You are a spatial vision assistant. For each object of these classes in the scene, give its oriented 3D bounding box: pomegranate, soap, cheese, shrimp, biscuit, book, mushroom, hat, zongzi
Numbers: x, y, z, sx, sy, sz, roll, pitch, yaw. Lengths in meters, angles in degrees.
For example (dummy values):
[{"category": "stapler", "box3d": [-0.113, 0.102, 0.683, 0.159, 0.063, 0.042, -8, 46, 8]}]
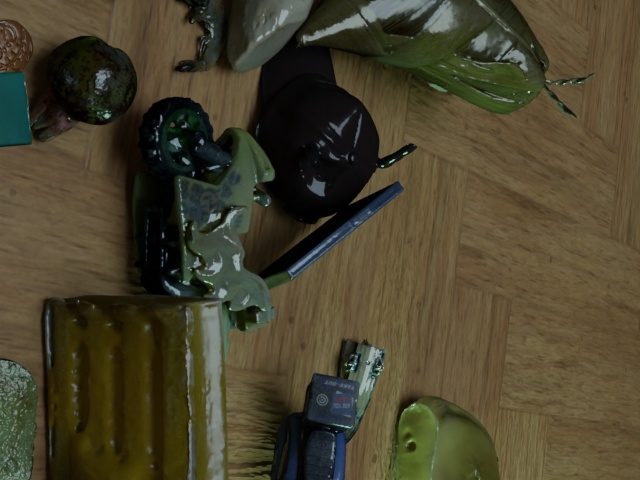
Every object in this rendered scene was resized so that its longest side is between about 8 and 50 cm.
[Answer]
[{"category": "pomegranate", "box3d": [-0.331, -0.211, 1.390, 0.163, 0.138, 0.126, -23, 122, -15]}, {"category": "soap", "box3d": [-0.254, 0.216, 1.392, 0.143, 0.259, 0.281, -9, 99, -61]}, {"category": "cheese", "box3d": [0.274, 0.467, 2.113, 0.315, 0.128, 0.260, 29, 67, -48]}, {"category": "shrimp", "box3d": [-0.214, -0.339, 1.588, 0.195, 0.035, 0.148, 31, 70, -49]}, {"category": "biscuit", "box3d": [-0.421, -0.254, 1.357, 0.078, 0.015, 0.091, 48, 56, -39]}, {"category": "book", "box3d": [0.000, 0.000, 1.697, 0.269, 0.191, 0.025, -38, 96, -29]}, {"category": "mushroom", "box3d": [-0.069, -0.429, 1.688, 0.128, 0.128, 0.350, 39, 58, -43]}, {"category": "hat", "box3d": [0.026, -0.199, 1.741, 0.238, 0.208, 0.336, 7, 84, -47]}, {"category": "zongzi", "box3d": [0.214, -0.304, 1.878, 0.500, 0.218, 0.467, 48, 58, -14]}]

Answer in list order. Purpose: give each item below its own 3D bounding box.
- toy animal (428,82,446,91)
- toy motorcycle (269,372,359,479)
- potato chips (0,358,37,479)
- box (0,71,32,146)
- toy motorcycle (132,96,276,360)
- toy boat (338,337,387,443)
[{"category": "toy animal", "box3d": [0.269, -0.406, 2.109, 0.183, 0.104, 0.185, 10, 88, -41]}, {"category": "toy motorcycle", "box3d": [-0.018, 0.415, 1.674, 0.125, 0.213, 0.359, 11, 64, -8]}, {"category": "potato chips", "box3d": [-0.430, 0.265, 1.356, 0.142, 0.026, 0.209, -24, 111, -50]}, {"category": "box", "box3d": [-0.481, -0.144, 1.184, 0.244, 0.153, 0.092, -14, 101, -50]}, {"category": "toy motorcycle", "box3d": [-0.178, -0.006, 1.542, 0.236, 0.168, 0.410, -2, 99, -43]}, {"category": "toy boat", "box3d": [0.064, 0.285, 1.913, 0.084, 0.066, 0.210, 17, 86, -15]}]
